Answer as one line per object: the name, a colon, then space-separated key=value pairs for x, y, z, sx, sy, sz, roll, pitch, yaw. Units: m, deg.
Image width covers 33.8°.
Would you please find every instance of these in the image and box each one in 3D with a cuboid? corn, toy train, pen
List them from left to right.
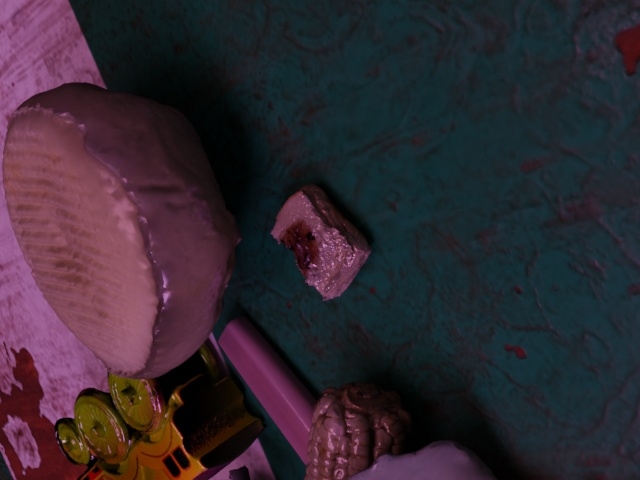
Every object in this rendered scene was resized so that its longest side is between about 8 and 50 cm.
toy train: x=-0.181 y=0.207 z=1.110 sx=0.160 sy=0.100 sz=0.296 roll=55 pitch=140 yaw=7
pen: x=-0.025 y=0.154 z=0.969 sx=0.197 sy=0.032 sz=0.053 roll=51 pitch=137 yaw=19
corn: x=0.019 y=0.216 z=0.890 sx=0.087 sy=0.087 sz=0.210 roll=29 pitch=118 yaw=34

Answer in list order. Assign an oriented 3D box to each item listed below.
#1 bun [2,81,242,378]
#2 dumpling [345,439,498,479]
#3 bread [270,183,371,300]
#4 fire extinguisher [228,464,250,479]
bun: x=-0.169 y=-0.015 z=0.945 sx=0.287 sy=0.146 sz=0.287 roll=28 pitch=131 yaw=38
dumpling: x=0.099 y=0.347 z=0.819 sx=0.270 sy=0.212 sz=0.320 roll=-35 pitch=67 yaw=13
bread: x=0.000 y=0.000 z=0.857 sx=0.083 sy=0.035 sz=0.070 roll=54 pitch=138 yaw=16
fire extinguisher: x=-0.095 y=0.348 z=1.076 sx=0.135 sy=0.114 sz=0.337 roll=56 pitch=142 yaw=33
